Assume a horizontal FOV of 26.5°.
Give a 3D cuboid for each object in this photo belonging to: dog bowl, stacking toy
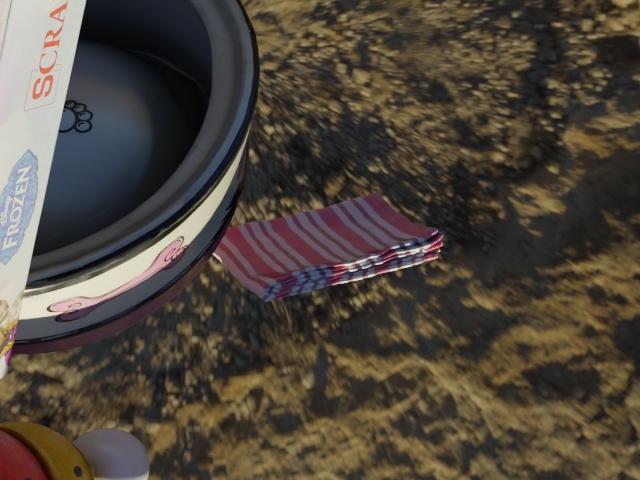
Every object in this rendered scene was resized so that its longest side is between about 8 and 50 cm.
[{"bbox_3d":[-0.245,-0.083,1.162,0.407,0.150,0.408,-3,54,5],"label":"dog bowl"},{"bbox_3d":[-0.412,0.338,1.761,0.350,0.480,0.351,13,110,38],"label":"stacking toy"}]

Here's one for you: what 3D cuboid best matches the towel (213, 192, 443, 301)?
[{"bbox_3d":[0.000,0.000,1.292,0.197,0.144,0.029,-14,115,-24],"label":"towel"}]

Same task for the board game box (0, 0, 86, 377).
[{"bbox_3d":[-0.291,-0.113,0.784,0.318,0.066,0.319,27,116,20],"label":"board game box"}]
